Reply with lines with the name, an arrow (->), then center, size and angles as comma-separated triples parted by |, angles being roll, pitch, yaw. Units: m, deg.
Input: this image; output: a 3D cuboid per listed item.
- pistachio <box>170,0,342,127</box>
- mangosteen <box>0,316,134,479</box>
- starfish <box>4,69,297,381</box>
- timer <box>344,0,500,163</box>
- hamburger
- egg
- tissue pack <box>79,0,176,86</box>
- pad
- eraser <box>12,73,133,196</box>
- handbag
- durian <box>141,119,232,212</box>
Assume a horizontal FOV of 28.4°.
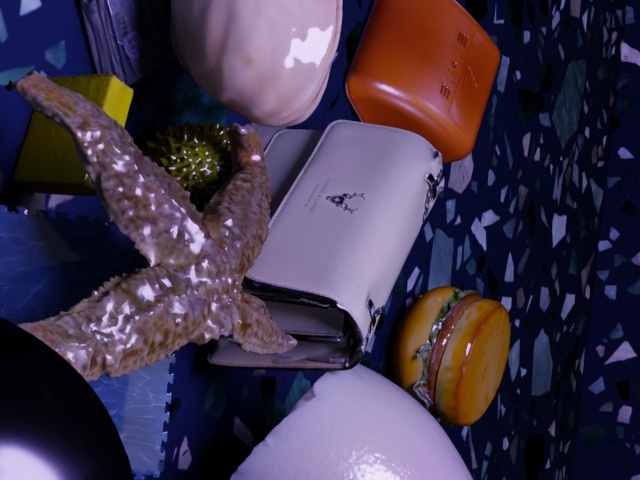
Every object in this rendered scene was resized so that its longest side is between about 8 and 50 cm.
pistachio -> -0.070, -0.275, 1.403 | 0.193, 0.214, 0.318 | 23, 62, -55
mangosteen -> -0.329, 0.199, 0.904 | 0.382, 0.435, 0.382 | -13, 116, -28
starfish -> -0.160, -0.011, 1.218 | 0.432, 0.082, 0.324 | 5, 67, -52
timer -> 0.152, -0.276, 2.043 | 0.250, 0.161, 0.257 | 42, 57, -39
hamburger -> 0.211, 0.194, 2.157 | 0.246, 0.170, 0.246 | -41, 141, -45
egg -> 0.052, 0.373, 1.582 | 0.354, 0.340, 0.354 | -49, 171, -11
tissue pack -> -0.202, -0.253, 1.432 | 0.156, 0.051, 0.112 | -46, 133, -49
pad -> -0.267, 0.103, 1.257 | 0.270, 0.012, 0.269 | 6, 88, -27
eraser -> -0.255, -0.109, 1.308 | 0.045, 0.097, 0.122 | 35, 64, -56
handbag -> 0.000, 0.000, 1.631 | 0.358, 0.237, 0.160 | -61, 146, -46
durian -> -0.149, -0.044, 1.478 | 0.159, 0.146, 0.198 | -48, 145, -70
